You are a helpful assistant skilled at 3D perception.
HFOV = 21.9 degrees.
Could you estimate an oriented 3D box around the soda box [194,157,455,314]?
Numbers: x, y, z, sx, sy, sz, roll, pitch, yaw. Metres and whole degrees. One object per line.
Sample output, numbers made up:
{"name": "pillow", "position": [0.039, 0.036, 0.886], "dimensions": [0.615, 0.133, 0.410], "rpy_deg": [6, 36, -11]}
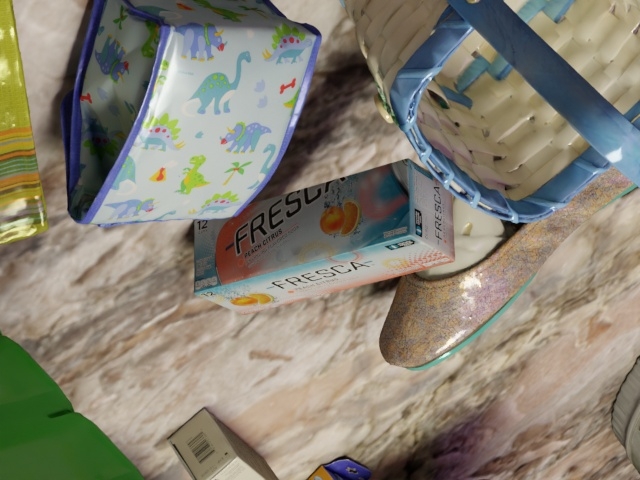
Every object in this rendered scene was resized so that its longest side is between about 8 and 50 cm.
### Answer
{"name": "soda box", "position": [0.000, 0.000, 1.144], "dimensions": [0.183, 0.058, 0.063], "rpy_deg": [-16, 154, 31]}

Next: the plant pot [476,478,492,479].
{"name": "plant pot", "position": [0.058, 0.370, 1.439], "dimensions": [0.265, 0.272, 0.272], "rpy_deg": [-10, 133, -24]}

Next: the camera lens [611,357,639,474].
{"name": "camera lens", "position": [0.450, 0.219, 1.636], "dimensions": [0.219, 0.274, 0.219], "rpy_deg": [-23, 138, -22]}

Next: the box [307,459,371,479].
{"name": "box", "position": [-0.007, 0.256, 1.486], "dimensions": [0.136, 0.028, 0.081], "rpy_deg": [-46, 142, 9]}

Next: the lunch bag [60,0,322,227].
{"name": "lunch bag", "position": [-0.087, -0.080, 1.040], "dimensions": [0.129, 0.096, 0.151], "rpy_deg": [-3, 119, -39]}

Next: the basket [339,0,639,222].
{"name": "basket", "position": [0.160, -0.098, 1.072], "dimensions": [0.201, 0.289, 0.255], "rpy_deg": [-48, 139, 6]}

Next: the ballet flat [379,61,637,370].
{"name": "ballet flat", "position": [0.149, -0.034, 1.299], "dimensions": [0.316, 0.107, 0.106], "rpy_deg": [-42, 122, -8]}

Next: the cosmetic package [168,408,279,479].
{"name": "cosmetic package", "position": [-0.071, 0.189, 1.342], "dimensions": [0.041, 0.060, 0.115], "rpy_deg": [-40, 141, 0]}

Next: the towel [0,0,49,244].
{"name": "towel", "position": [-0.221, -0.080, 0.986], "dimensions": [0.102, 0.021, 0.237], "rpy_deg": [-23, 138, -23]}

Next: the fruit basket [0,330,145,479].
{"name": "fruit basket", "position": [-0.286, 0.205, 0.924], "dimensions": [0.392, 0.392, 0.283], "rpy_deg": [-16, 136, -28]}
